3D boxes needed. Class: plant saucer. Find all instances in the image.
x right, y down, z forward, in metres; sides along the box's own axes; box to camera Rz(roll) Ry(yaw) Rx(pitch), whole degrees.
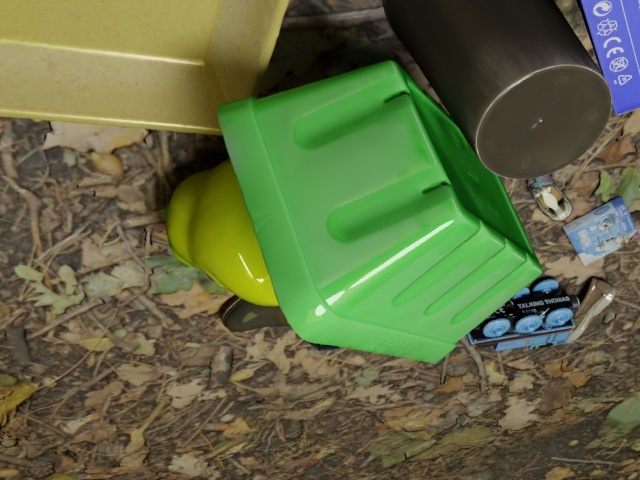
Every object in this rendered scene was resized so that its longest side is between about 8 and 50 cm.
[{"bbox_3d":[-0.193,-0.242,0.710,0.333,0.080,0.332,3,144,-20],"label":"plant saucer"}]

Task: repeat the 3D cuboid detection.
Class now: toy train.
[{"bbox_3d":[0.300,0.121,1.260,0.184,0.080,0.105,-9,142,-8],"label":"toy train"}]

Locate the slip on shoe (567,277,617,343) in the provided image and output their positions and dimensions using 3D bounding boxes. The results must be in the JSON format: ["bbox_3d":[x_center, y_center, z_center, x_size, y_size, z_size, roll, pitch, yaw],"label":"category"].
[{"bbox_3d":[0.414,0.111,1.311,0.041,0.051,0.135,33,137,7],"label":"slip on shoe"}]

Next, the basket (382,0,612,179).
[{"bbox_3d":[0.172,-0.180,0.804,0.154,0.226,0.204,-38,132,21],"label":"basket"}]

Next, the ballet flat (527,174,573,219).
[{"bbox_3d":[0.313,-0.049,1.116,0.041,0.041,0.114,-34,134,18],"label":"ballet flat"}]

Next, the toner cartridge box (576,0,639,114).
[{"bbox_3d":[0.230,-0.282,0.692,0.075,0.165,0.348,-17,140,21],"label":"toner cartridge box"}]

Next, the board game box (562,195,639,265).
[{"bbox_3d":[0.406,-0.012,1.196,0.090,0.020,0.090,-30,135,15],"label":"board game box"}]

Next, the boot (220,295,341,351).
[{"bbox_3d":[-0.026,0.102,1.117,0.219,0.106,0.082,-19,136,3],"label":"boot"}]

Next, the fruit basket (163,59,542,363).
[{"bbox_3d":[0.000,0.000,0.881,0.392,0.282,0.392,-17,158,-7],"label":"fruit basket"}]
